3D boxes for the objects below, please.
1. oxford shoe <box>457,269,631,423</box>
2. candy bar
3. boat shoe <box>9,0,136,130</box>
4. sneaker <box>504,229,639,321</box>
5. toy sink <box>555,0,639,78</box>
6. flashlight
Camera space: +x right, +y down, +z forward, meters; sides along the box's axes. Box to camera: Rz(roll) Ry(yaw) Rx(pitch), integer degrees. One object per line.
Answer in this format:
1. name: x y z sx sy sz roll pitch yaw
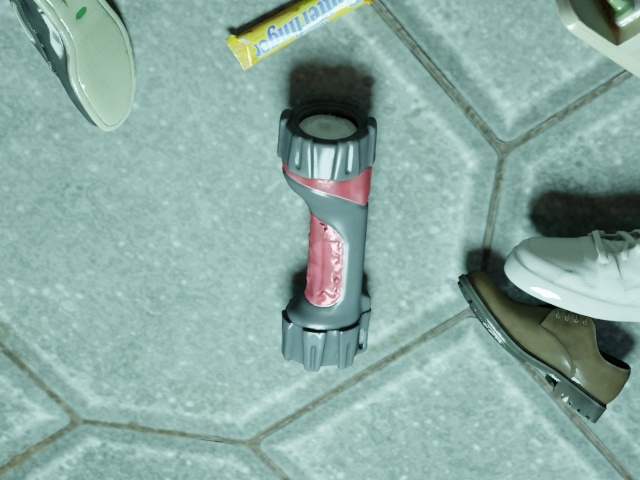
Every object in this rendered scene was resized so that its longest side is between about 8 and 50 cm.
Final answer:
1. oxford shoe: 0.243 0.093 1.988 0.227 0.083 0.096 38 99 -18
2. candy bar: -0.019 -0.221 1.835 0.161 0.018 0.040 -25 117 21
3. boat shoe: -0.254 -0.213 1.843 0.079 0.084 0.233 16 142 42
4. sneaker: 0.348 -0.002 1.896 0.293 0.108 0.169 10 122 -12
5. toy sink: 0.318 -0.239 1.648 0.131 0.152 0.234 -31 143 31
6. flashlight: 0.000 0.000 1.930 0.103 0.103 0.304 22 128 23
